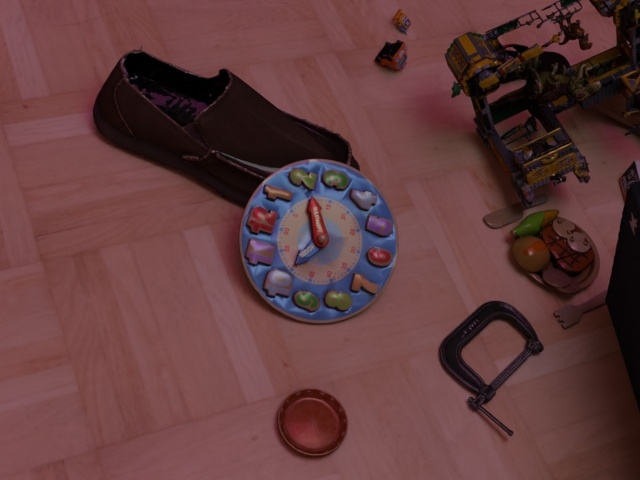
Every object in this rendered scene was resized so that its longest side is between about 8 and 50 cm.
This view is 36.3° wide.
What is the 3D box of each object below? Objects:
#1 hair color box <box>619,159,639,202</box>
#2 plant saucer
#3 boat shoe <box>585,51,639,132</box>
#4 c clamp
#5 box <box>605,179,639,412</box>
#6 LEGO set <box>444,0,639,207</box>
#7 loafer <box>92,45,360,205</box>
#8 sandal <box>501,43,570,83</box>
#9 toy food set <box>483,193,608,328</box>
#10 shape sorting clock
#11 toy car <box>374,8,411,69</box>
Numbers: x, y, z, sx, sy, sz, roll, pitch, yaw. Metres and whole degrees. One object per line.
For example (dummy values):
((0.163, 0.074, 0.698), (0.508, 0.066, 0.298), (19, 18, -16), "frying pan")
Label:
((0.531, -0.060, 1.425), (0.167, 0.053, 0.093), (5, 58, -12), "hair color box")
((-0.010, 0.212, 1.136), (0.083, 0.013, 0.084), (6, 57, -10), "plant saucer")
((0.545, -0.195, 1.476), (0.340, 0.122, 0.110), (12, 55, -8), "boat shoe")
((0.224, 0.152, 1.232), (0.137, 0.022, 0.160), (36, 58, 16), "c clamp")
((0.610, 0.158, 1.048), (0.471, 0.297, 0.480), (-9, 57, 3), "box")
((0.344, -0.192, 1.309), (0.331, 0.255, 0.192), (-20, 53, -4), "LEGO set")
((-0.120, -0.143, 1.269), (0.365, 0.130, 0.134), (17, 55, -3), "loafer")
((0.312, -0.282, 1.523), (0.179, 0.040, 0.067), (-5, 59, -17), "sandal")
((0.323, 0.014, 1.333), (0.132, 0.039, 0.192), (-22, 65, -26), "toy food set")
((0.000, 0.000, 1.220), (0.206, 0.040, 0.206), (1, 84, -10), "shape sorting clock")
((0.127, -0.305, 1.485), (0.040, 0.060, 0.122), (41, 58, -25), "toy car")
